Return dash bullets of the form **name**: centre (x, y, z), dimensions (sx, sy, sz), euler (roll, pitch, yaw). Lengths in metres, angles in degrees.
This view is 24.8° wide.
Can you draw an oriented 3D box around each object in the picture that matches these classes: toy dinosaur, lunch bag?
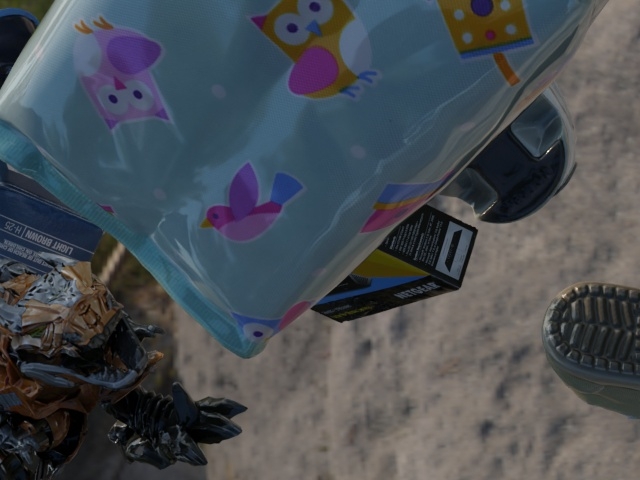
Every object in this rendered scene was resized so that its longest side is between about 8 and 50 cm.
- **toy dinosaur**: centre (-0.175, 0.081, 0.906), dimensions (0.164, 0.218, 0.322), euler (-42, 16, -8)
- **lunch bag**: centre (0.028, -0.123, 0.538), dimensions (0.160, 0.262, 0.223), euler (40, 132, -5)

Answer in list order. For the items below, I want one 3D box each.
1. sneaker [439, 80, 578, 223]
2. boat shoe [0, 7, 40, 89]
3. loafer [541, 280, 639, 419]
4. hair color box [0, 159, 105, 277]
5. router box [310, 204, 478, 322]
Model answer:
- **sneaker**: centre (0.052, -0.156, 0.989), dimensions (0.122, 0.146, 0.330), euler (-39, 86, 24)
- **boat shoe**: centre (-0.307, -0.096, 1.078), dimensions (0.089, 0.258, 0.109), euler (59, 157, 6)
- **loafer**: centre (0.292, 0.098, 1.063), dimensions (0.268, 0.092, 0.102), euler (17, 69, 9)
- **hair color box**: centre (-0.320, 0.088, 1.263), dimensions (0.347, 0.105, 0.174), euler (-60, 26, 11)
- **router box**: centre (0.000, 0.000, 0.944), dimensions (0.179, 0.133, 0.046), euler (-24, 44, 65)
